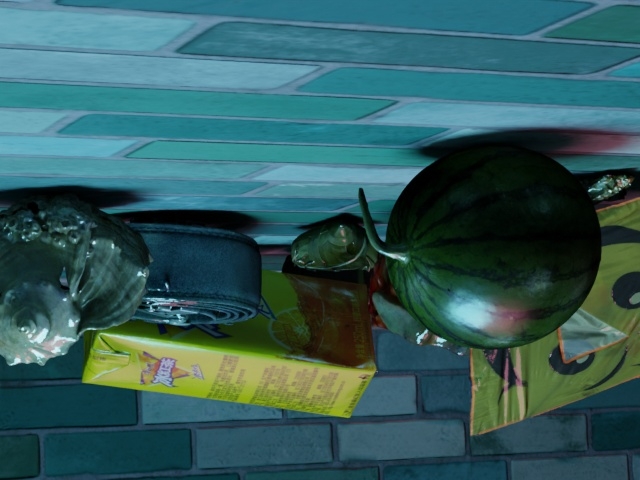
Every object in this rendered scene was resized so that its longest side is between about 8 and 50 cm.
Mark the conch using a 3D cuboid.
[{"bbox_3d":[-0.259,0.026,1.785,0.178,0.163,0.245,14,-158,-5],"label":"conch"}]

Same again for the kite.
[{"bbox_3d":[0.291,0.077,1.876,0.327,0.013,0.377,29,109,-40],"label":"kite"}]

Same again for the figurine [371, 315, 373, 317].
[{"bbox_3d":[0.141,0.049,2.241,0.187,0.083,0.083,-25,165,23],"label":"figurine"}]

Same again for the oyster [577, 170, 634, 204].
[{"bbox_3d":[0.267,-0.050,1.829,0.132,0.029,0.086,-10,177,24],"label":"oyster"}]

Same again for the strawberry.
[{"bbox_3d":[0.195,0.031,2.019,0.265,0.149,0.336,9,-170,15],"label":"strawberry"}]

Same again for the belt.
[{"bbox_3d":[-0.168,0.037,2.035,0.206,0.116,0.267,1,171,7],"label":"belt"}]

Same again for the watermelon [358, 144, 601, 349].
[{"bbox_3d":[0.144,0.007,1.592,0.215,0.188,0.188,-6,176,-31],"label":"watermelon"}]

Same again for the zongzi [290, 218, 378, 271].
[{"bbox_3d":[0.000,0.000,2.073,0.109,0.055,0.119,-4,162,23],"label":"zongzi"}]

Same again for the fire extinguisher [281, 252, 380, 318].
[{"bbox_3d":[0.127,0.060,2.357,0.341,0.105,0.141,-4,164,15],"label":"fire extinguisher"}]

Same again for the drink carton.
[{"bbox_3d":[-0.116,0.115,2.227,0.351,0.154,0.111,9,135,-16],"label":"drink carton"}]
